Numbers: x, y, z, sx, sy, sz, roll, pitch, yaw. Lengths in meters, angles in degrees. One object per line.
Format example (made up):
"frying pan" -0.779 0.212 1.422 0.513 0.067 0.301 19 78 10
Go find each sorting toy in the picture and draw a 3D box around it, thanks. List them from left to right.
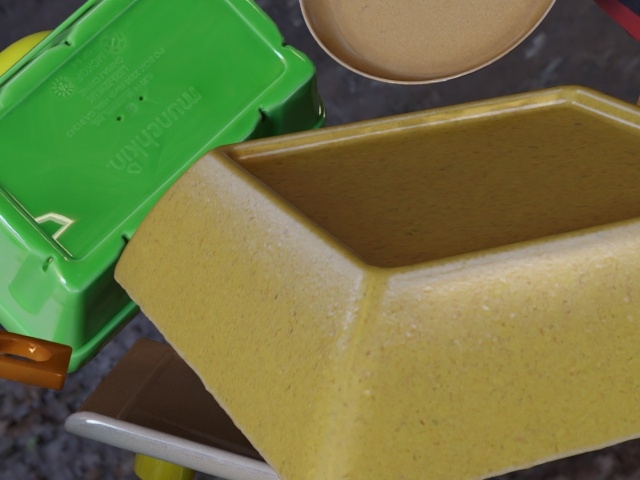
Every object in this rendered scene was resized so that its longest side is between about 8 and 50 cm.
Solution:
"sorting toy" -0.048 0.119 0.926 0.196 0.348 0.047 -53 158 -79

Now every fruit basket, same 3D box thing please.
"fruit basket" -0.207 -0.089 1.431 0.392 0.283 0.392 -44 -179 1

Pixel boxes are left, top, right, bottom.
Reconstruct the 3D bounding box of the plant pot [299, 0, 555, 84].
"plant pot" 0.097 -0.231 1.303 0.236 0.236 0.032 -38 151 1

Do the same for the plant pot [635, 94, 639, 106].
"plant pot" 0.346 -0.046 1.056 0.205 0.205 0.188 -15 -171 -41

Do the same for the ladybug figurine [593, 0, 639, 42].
"ladybug figurine" 0.340 -0.267 1.395 0.162 0.449 0.305 -39 137 -3

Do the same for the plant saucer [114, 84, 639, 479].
"plant saucer" 0.089 -0.003 0.782 0.333 0.333 0.081 -11 110 -19
